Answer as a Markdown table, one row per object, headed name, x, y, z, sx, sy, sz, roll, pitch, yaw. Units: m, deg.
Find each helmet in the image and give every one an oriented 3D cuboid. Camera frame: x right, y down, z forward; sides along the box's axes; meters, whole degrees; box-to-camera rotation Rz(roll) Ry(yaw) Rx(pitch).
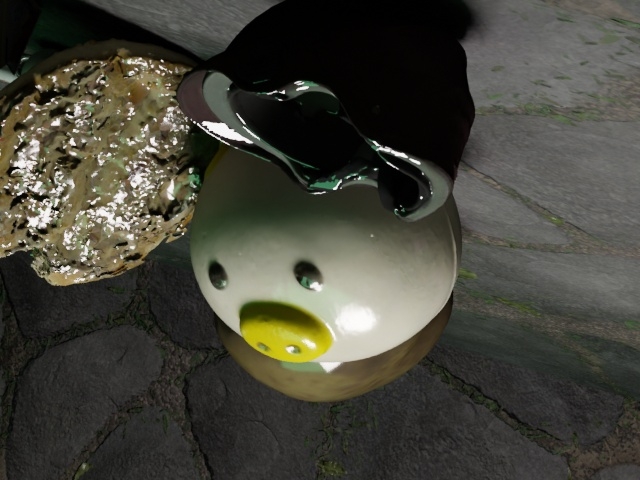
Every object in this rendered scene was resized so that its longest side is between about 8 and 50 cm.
| name | x | y | z | sx | sy | sz | roll | pitch | yaw |
| --- | --- | --- | --- | --- | --- | --- | --- | --- | --- |
| helmet | 0.020 | -0.158 | 1.400 | 0.305 | 0.177 | 0.225 | 23 | 166 | 19 |

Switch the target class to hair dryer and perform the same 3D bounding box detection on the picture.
| name | x | y | z | sx | sy | sz | roll | pitch | yaw |
| --- | --- | --- | --- | --- | --- | --- | --- | --- | --- |
| hair dryer | -0.503 | -0.268 | 2.167 | 0.183 | 0.044 | 0.155 | 21 | 168 | 5 |

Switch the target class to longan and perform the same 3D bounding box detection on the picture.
| name | x | y | z | sx | sy | sz | roll | pitch | yaw |
| --- | --- | --- | --- | --- | --- | --- | --- | --- | --- |
| longan | 0.018 | 0.083 | 2.182 | 0.404 | 0.336 | 0.404 | 2 | -176 | 0 |

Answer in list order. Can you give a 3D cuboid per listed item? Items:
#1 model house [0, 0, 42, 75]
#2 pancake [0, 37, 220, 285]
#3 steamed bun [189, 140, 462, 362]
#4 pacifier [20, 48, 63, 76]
| name | x | y | z | sx | sy | sz | roll | pitch | yaw |
| --- | --- | --- | --- | --- | --- | --- | --- | --- | --- |
| model house | -0.479 | -0.282 | 1.798 | 0.219 | 0.207 | 0.136 | 16 | -154 | 16 |
| pancake | -0.301 | -0.098 | 1.837 | 0.382 | 0.382 | 0.071 | 29 | -163 | -44 |
| steamed bun | 0.003 | -0.003 | 1.823 | 0.373 | 0.334 | 0.334 | -3 | 159 | 34 |
| pacifier | -0.332 | -0.182 | 1.992 | 0.233 | 0.244 | 0.299 | 49 | 174 | 6 |
